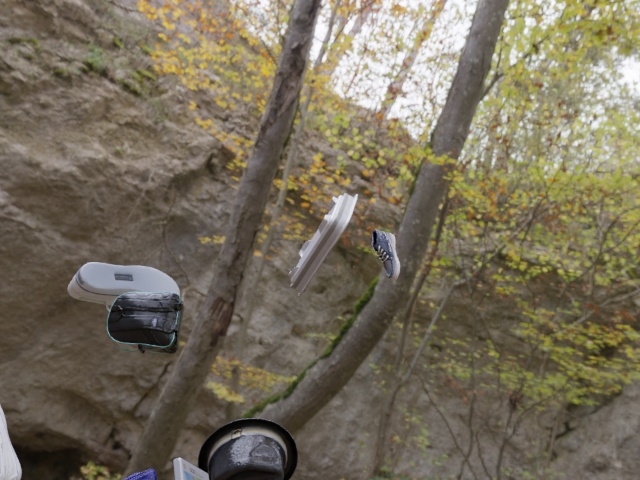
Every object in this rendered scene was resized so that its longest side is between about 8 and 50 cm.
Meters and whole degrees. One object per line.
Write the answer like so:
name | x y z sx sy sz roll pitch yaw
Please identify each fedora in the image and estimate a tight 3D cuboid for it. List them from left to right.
fedora | -0.234 0.747 1.722 0.334 0.334 0.152 28 7 -12

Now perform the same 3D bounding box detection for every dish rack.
dish rack | 0.000 0.000 1.738 0.072 0.285 0.333 30 -63 -5

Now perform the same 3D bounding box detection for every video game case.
video game case | -0.306 0.669 1.317 0.023 0.212 0.193 -19 -36 0

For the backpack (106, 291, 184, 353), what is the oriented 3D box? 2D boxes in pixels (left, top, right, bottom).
backpack | -0.475 0.226 1.443 0.188 0.166 0.144 6 -27 -9

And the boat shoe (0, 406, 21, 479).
boat shoe | -0.687 0.387 1.072 0.258 0.095 0.084 45 -27 18

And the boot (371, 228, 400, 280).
boot | 0.225 0.051 1.894 0.086 0.190 0.069 16 -38 -29

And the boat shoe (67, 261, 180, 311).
boat shoe | -0.648 0.174 1.741 0.156 0.136 0.367 -37 -28 26

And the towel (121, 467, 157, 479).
towel | -0.497 0.790 1.390 0.076 0.308 0.227 -21 -11 24
